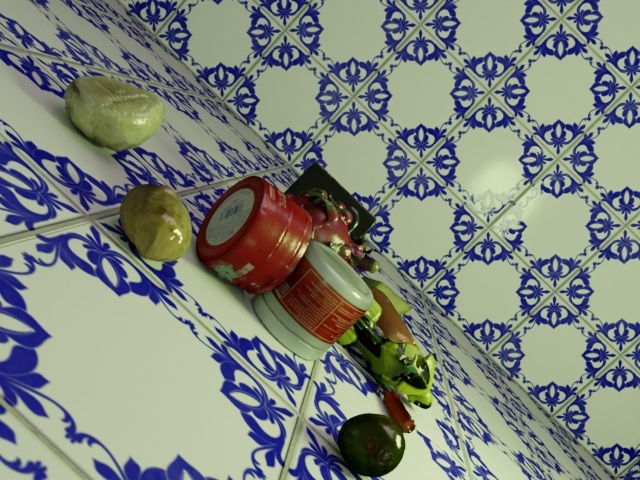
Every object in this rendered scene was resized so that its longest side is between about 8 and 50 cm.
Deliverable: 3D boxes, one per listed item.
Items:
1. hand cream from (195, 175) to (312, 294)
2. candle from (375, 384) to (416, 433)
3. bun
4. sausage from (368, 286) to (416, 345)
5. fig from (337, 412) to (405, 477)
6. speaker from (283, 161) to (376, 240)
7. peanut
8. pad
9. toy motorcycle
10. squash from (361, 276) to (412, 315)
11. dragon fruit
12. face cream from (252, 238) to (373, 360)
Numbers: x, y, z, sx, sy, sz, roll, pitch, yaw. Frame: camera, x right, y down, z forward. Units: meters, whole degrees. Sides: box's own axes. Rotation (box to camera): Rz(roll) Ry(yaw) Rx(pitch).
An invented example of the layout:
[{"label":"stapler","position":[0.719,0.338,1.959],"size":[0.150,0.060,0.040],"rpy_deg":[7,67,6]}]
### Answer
[{"label":"hand cream","position":[-0.143,-0.014,1.400],"size":[0.149,0.230,0.230],"rpy_deg":[40,10,-30]},{"label":"candle","position":[0.169,0.387,1.537],"size":[0.048,0.053,0.162],"rpy_deg":[-6,22,-14]},{"label":"bun","position":[-0.461,-0.278,1.477],"size":[0.220,0.134,0.220],"rpy_deg":[16,27,-8]},{"label":"sausage","position":[0.178,0.245,1.916],"size":[0.121,0.121,0.304],"rpy_deg":[39,10,-27]},{"label":"fig","position":[0.093,0.364,1.172],"size":[0.117,0.117,0.177],"rpy_deg":[48,-11,21]},{"label":"speaker","position":[-0.024,-0.034,1.772],"size":[0.232,0.254,0.184],"rpy_deg":[45,-7,5]},{"label":"peanut","position":[-0.295,-0.029,1.194],"size":[0.140,0.109,0.159],"rpy_deg":[28,27,-25]},{"label":"pad","position":[0.259,0.450,1.724],"size":[0.156,0.004,0.232],"rpy_deg":[41,10,-18]},{"label":"toy motorcycle","position":[0.164,0.282,1.662],"size":[0.342,0.142,0.206],"rpy_deg":[46,-28,14]},{"label":"squash","position":[0.200,0.212,2.339],"size":[0.192,0.085,0.184],"rpy_deg":[42,-19,-28]},{"label":"dragon fruit","position":[-0.008,-0.001,1.595],"size":[0.198,0.218,0.273],"rpy_deg":[-16,-65,52]},{"label":"face cream","position":[-0.014,0.125,1.435],"size":[0.201,0.187,0.201],"rpy_deg":[42,10,-9]}]
